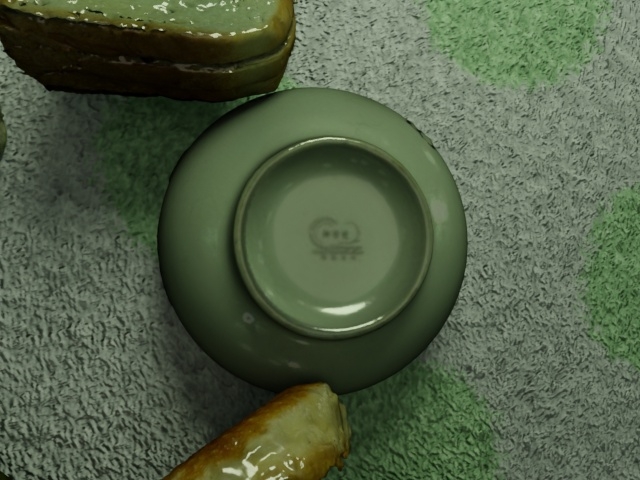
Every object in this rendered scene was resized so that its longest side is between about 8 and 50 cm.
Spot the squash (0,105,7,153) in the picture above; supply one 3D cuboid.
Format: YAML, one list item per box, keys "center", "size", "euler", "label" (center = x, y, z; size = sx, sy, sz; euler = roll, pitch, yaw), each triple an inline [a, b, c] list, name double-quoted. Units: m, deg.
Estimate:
- center: [-0.444, -0.161, 0.506]
  size: [0.250, 0.083, 0.083]
  euler: [22, 85, -11]
  label: "squash"

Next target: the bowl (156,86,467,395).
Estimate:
- center: [0.000, 0.000, 0.512]
  size: [0.354, 0.185, 0.353]
  euler: [0, 88, -9]
  label: "bowl"

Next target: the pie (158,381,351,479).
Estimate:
- center: [-0.110, 0.235, 0.439]
  size: [0.315, 0.315, 0.092]
  euler: [-32, 74, -8]
  label: "pie"

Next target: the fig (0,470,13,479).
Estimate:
- center: [-0.366, 0.326, 0.382]
  size: [0.316, 0.316, 0.316]
  euler: [0, 88, -9]
  label: "fig"

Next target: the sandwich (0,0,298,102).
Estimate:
- center: [-0.146, -0.264, 0.496]
  size: [0.249, 0.095, 0.273]
  euler: [2, 64, -9]
  label: "sandwich"
